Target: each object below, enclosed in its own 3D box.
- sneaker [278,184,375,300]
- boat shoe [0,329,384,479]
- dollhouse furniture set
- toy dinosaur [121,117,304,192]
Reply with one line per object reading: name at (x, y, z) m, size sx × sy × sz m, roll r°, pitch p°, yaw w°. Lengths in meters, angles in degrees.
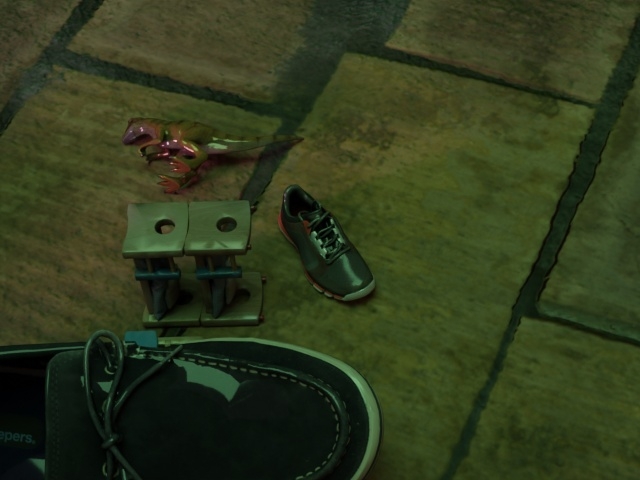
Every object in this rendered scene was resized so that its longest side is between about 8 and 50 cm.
sneaker at (0.000, 0.000, 1.455) m, size 0.061 × 0.065 × 0.158 m, roll -31°, pitch 55°, yaw -18°
boat shoe at (-0.193, 0.176, 1.241) m, size 0.499 × 0.156 × 0.187 m, roll 1°, pitch 84°, yaw 10°
dollhouse furniture set at (-0.128, 0.072, 1.369) m, size 0.128 × 0.129 × 0.184 m, roll -2°, pitch 50°, yaw 4°
toy dinosaur at (-0.137, -0.112, 1.561) m, size 0.211 × 0.064 × 0.112 m, roll 9°, pitch 52°, yaw 13°
